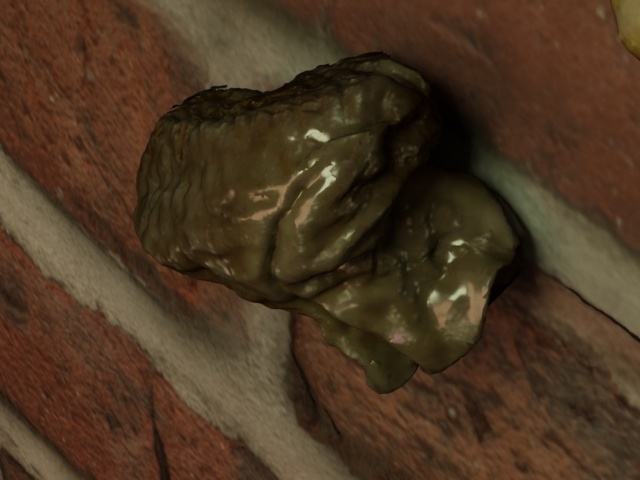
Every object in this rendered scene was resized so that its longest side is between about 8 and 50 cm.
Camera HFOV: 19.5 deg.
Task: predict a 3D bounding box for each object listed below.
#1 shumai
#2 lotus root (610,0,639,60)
[{"bbox_3d":[-0.001,0.001,1.061,0.218,0.184,0.185,-8,106,44],"label":"shumai"},{"bbox_3d":[0.236,-0.125,0.645,0.169,0.151,0.343,51,146,-5],"label":"lotus root"}]
